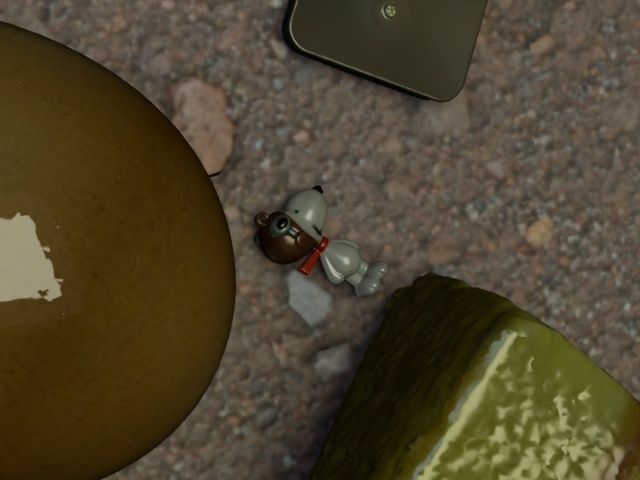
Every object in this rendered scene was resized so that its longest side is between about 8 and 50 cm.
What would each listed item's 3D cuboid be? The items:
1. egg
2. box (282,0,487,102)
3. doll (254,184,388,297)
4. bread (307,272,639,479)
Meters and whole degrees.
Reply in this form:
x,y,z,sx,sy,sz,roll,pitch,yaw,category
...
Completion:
x,y,z,sx,sy,sz,roll,pitch,yaw,category
-0.201,0.001,1.063,0.322,0.250,0.250,29,79,-11,egg
0.040,-0.146,1.271,0.126,0.031,0.091,17,83,-18,box
-0.002,0.006,1.249,0.058,0.040,0.085,-41,101,-27,doll
0.063,0.231,1.174,0.233,0.245,0.361,39,83,-15,bread
